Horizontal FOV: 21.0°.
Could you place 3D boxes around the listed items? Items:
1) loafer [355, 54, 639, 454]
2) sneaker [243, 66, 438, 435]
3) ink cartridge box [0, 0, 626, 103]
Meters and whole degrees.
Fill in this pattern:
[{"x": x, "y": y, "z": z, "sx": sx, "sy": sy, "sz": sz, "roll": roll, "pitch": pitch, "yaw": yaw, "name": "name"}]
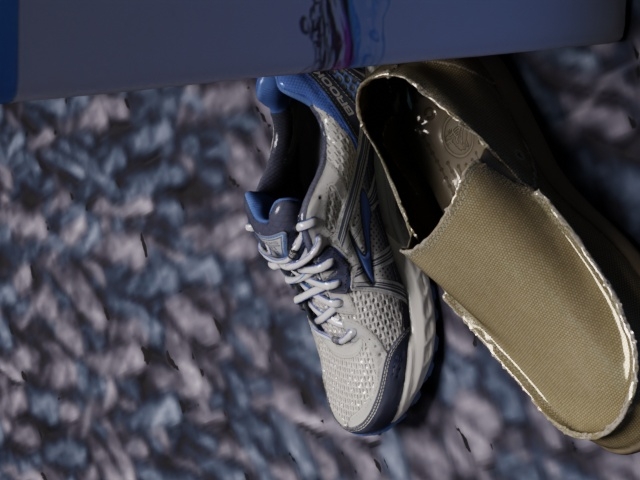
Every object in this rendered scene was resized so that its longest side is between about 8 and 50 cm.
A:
[{"x": 0.053, "y": 0.002, "z": 0.519, "sx": 0.148, "sy": 0.050, "sz": 0.056, "roll": 59, "pitch": 135, "yaw": 25, "name": "loafer"}, {"x": 0.000, "y": 0.000, "z": 0.575, "sx": 0.052, "sy": 0.058, "sz": 0.135, "roll": -1, "pitch": 96, "yaw": 50, "name": "sneaker"}, {"x": -0.068, "y": -0.151, "z": 0.465, "sx": 0.198, "sy": 0.270, "sz": 0.197, "roll": 17, "pitch": 110, "yaw": 47, "name": "ink cartridge box"}]
